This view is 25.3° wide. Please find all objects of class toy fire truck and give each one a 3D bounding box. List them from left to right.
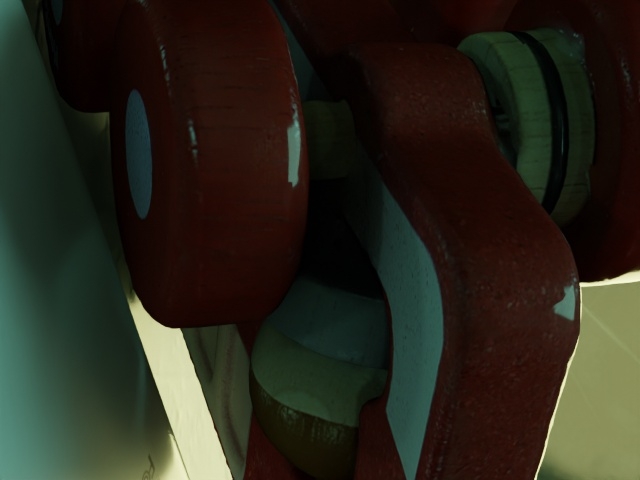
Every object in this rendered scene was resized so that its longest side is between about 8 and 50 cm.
[{"bbox_3d":[0.000,0.000,0.512,0.302,0.169,0.254,-118,-152,-49],"label":"toy fire truck"}]

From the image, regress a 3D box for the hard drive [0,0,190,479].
[{"bbox_3d":[-0.101,0.092,0.419,0.353,0.047,0.233,79,15,-44],"label":"hard drive"}]
